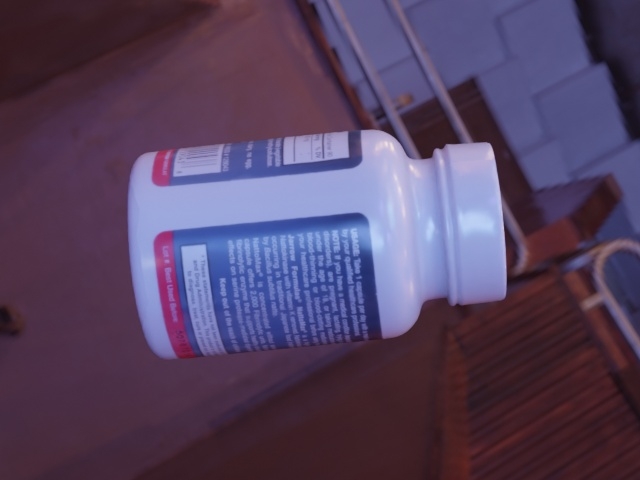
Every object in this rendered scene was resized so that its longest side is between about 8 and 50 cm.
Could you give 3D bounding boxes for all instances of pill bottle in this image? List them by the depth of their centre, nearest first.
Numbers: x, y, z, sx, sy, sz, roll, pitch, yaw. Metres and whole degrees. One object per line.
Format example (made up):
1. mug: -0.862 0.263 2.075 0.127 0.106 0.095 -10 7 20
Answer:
1. pill bottle: 0.000 0.000 0.726 0.108 0.180 0.108 -5 90 -87
